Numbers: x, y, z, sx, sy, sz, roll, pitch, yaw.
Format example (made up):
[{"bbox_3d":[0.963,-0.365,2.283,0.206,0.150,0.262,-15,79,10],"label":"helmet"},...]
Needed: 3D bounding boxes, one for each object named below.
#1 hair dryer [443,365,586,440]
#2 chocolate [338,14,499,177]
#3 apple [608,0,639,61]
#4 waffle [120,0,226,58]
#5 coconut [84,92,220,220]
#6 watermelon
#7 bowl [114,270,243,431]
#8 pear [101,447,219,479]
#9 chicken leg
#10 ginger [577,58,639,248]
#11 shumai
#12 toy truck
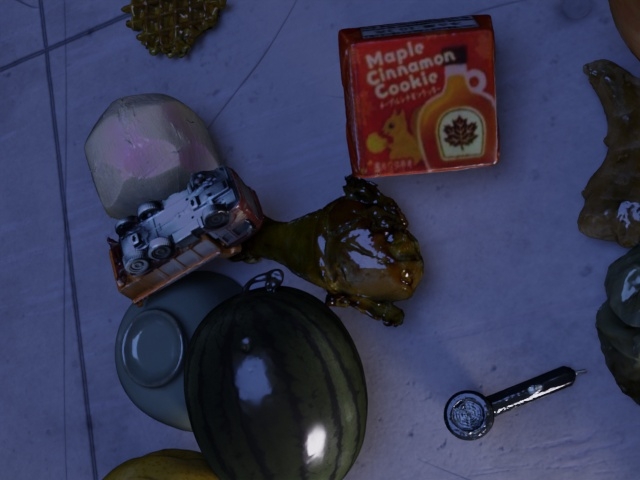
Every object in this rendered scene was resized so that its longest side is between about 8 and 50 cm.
[{"bbox_3d":[0.286,0.229,1.243,0.219,0.124,0.071,-22,76,4],"label":"hair dryer"},{"bbox_3d":[0.151,-0.211,1.280,0.237,0.108,0.234,-4,105,4],"label":"chocolate"},{"bbox_3d":[0.559,-0.347,1.044,0.391,0.391,0.346,-39,51,16],"label":"apple"},{"bbox_3d":[-0.277,-0.468,1.625,0.231,0.051,0.228,-49,67,13],"label":"waffle"},{"bbox_3d":[-0.294,-0.128,1.493,0.227,0.227,0.230,-30,66,19],"label":"coconut"},{"bbox_3d":[-0.068,0.224,1.298,0.279,0.279,0.359,-10,102,24],"label":"watermelon"},{"bbox_3d":[-0.252,0.190,1.472,0.289,0.146,0.289,-4,81,25],"label":"bowl"},{"bbox_3d":[-0.239,0.487,1.341,0.314,0.314,0.314,-4,82,25],"label":"pear"},{"bbox_3d":[0.007,-0.011,1.380,0.361,0.140,0.211,23,81,32],"label":"chicken leg"},{"bbox_3d":[0.429,-0.127,1.236,0.131,0.086,0.294,-15,68,34],"label":"ginger"},{"bbox_3d":[0.495,0.124,1.066,0.309,0.263,0.304,-3,80,25],"label":"shumai"},{"bbox_3d":[-0.228,-0.007,1.401,0.270,0.135,0.114,-30,56,11],"label":"toy truck"}]
